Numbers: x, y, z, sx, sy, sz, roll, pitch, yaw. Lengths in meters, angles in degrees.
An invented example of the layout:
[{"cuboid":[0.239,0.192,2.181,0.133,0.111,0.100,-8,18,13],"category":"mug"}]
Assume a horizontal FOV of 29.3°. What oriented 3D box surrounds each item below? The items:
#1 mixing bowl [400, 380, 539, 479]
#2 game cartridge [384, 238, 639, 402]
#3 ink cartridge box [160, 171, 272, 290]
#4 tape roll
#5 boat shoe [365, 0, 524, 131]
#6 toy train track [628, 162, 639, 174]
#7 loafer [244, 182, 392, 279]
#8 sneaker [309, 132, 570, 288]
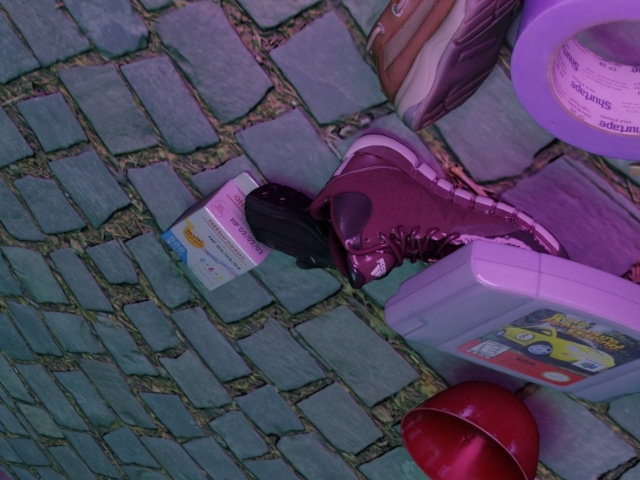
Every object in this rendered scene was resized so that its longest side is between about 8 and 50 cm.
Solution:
[{"cuboid":[0.200,0.240,1.505,0.181,0.098,0.181,28,144,23],"category":"mixing bowl"},{"cuboid":[0.235,0.086,1.213,0.294,0.060,0.196,19,149,-20],"category":"game cartridge"},{"cuboid":[-0.122,-0.010,1.591,0.104,0.061,0.181,48,147,-9],"category":"ink cartridge box"},{"cuboid":[0.248,-0.153,0.961,0.189,0.080,0.189,12,145,9],"category":"tape roll"},{"cuboid":[0.116,-0.226,1.042,0.116,0.123,0.324,51,143,15],"category":"boat shoe"},{"cuboid":[0.321,-0.065,1.106,0.083,0.014,0.048,5,125,36],"category":"toy train track"},{"cuboid":[0.000,0.000,1.457,0.223,0.076,0.078,25,131,35],"category":"loafer"},{"cuboid":[0.110,0.015,1.280,0.281,0.162,0.106,31,146,18],"category":"sneaker"}]
